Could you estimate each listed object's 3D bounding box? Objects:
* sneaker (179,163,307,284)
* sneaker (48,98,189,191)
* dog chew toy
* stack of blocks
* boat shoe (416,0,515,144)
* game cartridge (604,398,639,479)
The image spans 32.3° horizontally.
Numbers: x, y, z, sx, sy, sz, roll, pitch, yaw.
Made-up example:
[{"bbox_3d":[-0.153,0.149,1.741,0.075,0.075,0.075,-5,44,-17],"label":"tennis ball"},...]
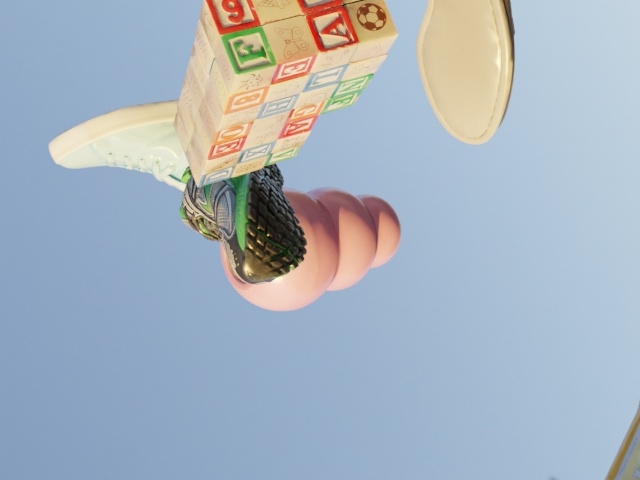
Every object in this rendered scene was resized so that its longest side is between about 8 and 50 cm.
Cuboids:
[{"bbox_3d":[-0.118,-0.033,1.564,0.134,0.146,0.343,50,-170,-29],"label":"sneaker"},{"bbox_3d":[-0.242,-0.138,1.754,0.135,0.365,0.150,102,157,-84],"label":"sneaker"},{"bbox_3d":[0.000,0.000,1.868,0.331,0.206,0.207,-12,-99,-35],"label":"dog chew toy"},{"bbox_3d":[-0.049,-0.168,1.174,0.171,0.297,0.087,-18,-102,-19],"label":"stack of blocks"},{"bbox_3d":[0.108,-0.167,0.751,0.065,0.075,0.206,-35,-53,-40],"label":"boat shoe"},{"bbox_3d":[0.315,0.219,0.984,0.285,0.052,0.324,-61,-9,-81],"label":"game cartridge"}]
